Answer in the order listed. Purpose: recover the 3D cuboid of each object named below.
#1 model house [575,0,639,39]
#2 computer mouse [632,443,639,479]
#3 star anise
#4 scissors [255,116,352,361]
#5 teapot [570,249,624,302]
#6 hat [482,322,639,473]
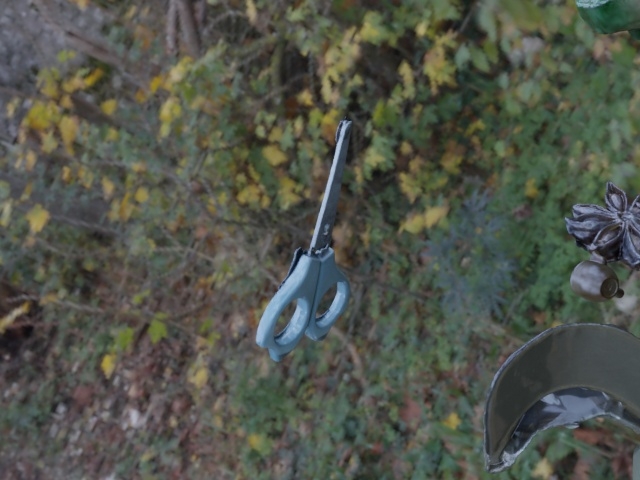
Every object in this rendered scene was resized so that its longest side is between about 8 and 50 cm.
[{"bbox_3d":[0.459,-0.262,0.948,0.245,0.280,0.312,-13,42,56],"label":"model house"},{"bbox_3d":[0.531,0.409,1.163,0.145,0.429,0.228,-49,6,-15],"label":"computer mouse"},{"bbox_3d":[0.623,-0.017,1.933,0.236,0.223,0.109,-120,11,-47],"label":"star anise"},{"bbox_3d":[-0.001,-0.001,1.290,0.191,0.029,0.360,-20,-52,-47],"label":"scissors"},{"bbox_3d":[0.485,0.069,1.610,0.085,0.110,0.080,-67,25,4],"label":"teapot"},{"bbox_3d":[0.279,0.161,1.104,0.149,0.214,0.245,-103,1,-59],"label":"hat"}]
